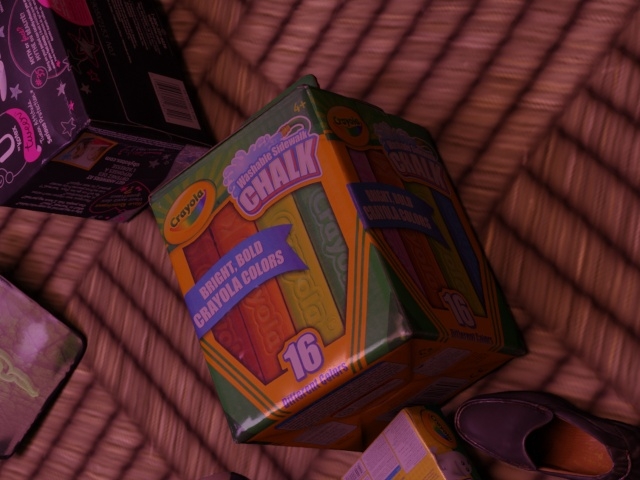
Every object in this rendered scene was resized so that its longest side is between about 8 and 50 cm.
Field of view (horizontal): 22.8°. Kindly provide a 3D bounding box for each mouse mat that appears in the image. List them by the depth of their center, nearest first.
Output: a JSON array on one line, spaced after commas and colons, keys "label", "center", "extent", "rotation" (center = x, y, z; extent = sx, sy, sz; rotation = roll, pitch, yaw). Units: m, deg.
[{"label": "mouse mat", "center": [-0.338, 0.103, 1.546], "extent": [0.190, 0.007, 0.152], "rotation": [36, 99, 8]}]

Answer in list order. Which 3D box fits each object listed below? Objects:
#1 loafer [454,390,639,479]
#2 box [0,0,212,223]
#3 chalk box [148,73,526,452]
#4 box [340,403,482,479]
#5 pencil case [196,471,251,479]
[{"label": "loafer", "center": [0.168, 0.146, 1.190], "extent": [0.170, 0.061, 0.062], "rotation": [6, 88, 38]}, {"label": "box", "center": [-0.234, -0.157, 1.474], "extent": [0.142, 0.163, 0.247], "rotation": [-37, 62, 30]}, {"label": "chalk box", "center": [0.000, 0.000, 1.265], "extent": [0.180, 0.179, 0.289], "rotation": [-36, 63, 26]}, {"label": "box", "center": [0.094, 0.228, 1.229], "extent": [0.105, 0.043, 0.179], "rotation": [-52, 54, 37]}, {"label": "pencil case", "center": [-0.003, 0.357, 1.221], "extent": [0.410, 0.160, 0.183], "rotation": [41, 95, 33]}]
